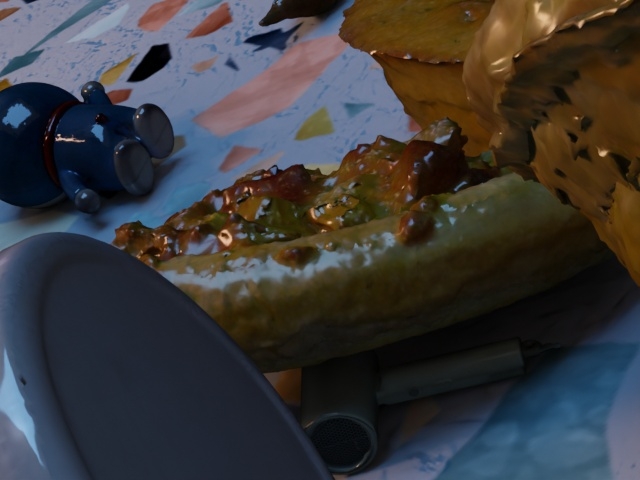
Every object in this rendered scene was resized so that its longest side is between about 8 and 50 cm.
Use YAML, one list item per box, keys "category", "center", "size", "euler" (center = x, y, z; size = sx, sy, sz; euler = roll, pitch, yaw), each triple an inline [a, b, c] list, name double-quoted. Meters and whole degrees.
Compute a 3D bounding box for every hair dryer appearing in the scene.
- category: "hair dryer"
  center: [0.051, 0.067, 0.781]
  size: [0.124, 0.038, 0.063]
  euler: [-13, 31, 10]

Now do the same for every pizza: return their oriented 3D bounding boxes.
- category: "pizza"
  center: [0.000, 0.000, 0.824]
  size: [0.335, 0.086, 0.226]
  euler: [-17, 11, 0]

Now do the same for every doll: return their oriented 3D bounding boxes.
- category: "doll"
  center: [-0.175, -0.063, 1.149]
  size: [0.152, 0.085, 0.114]
  euler: [2, 50, 28]

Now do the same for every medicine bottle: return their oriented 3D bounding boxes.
- category: "medicine bottle"
  center: [-0.159, 0.163, 0.528]
  size: [0.340, 0.208, 0.208]
  euler: [-36, 25, 15]

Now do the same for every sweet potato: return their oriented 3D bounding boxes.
- category: "sweet potato"
  center: [-0.014, -0.185, 1.242]
  size: [0.049, 0.049, 0.117]
  euler: [-3, 32, 38]

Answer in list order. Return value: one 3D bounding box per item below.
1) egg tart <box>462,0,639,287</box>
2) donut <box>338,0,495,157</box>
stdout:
- category: "egg tart"
  center: [0.212, -0.025, 0.585]
  size: [0.341, 0.341, 0.129]
  euler: [-6, 72, 35]
- category: "donut"
  center: [0.158, -0.130, 0.934]
  size: [0.278, 0.108, 0.277]
  euler: [-21, 28, 11]
